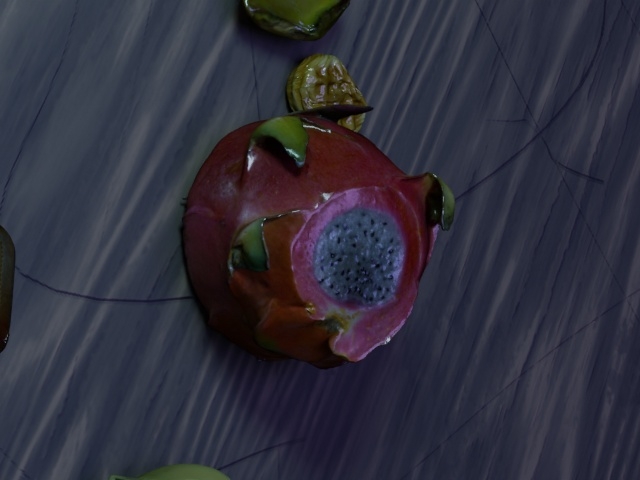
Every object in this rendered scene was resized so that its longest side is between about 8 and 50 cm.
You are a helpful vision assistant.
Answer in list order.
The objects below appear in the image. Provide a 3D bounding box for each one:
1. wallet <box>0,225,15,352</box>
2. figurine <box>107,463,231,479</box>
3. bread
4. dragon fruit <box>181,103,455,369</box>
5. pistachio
[{"bbox_3d":[-0.373,-0.004,1.734,0.255,0.031,0.137,34,41,-44],"label":"wallet"},{"bbox_3d":[-0.171,0.370,1.898,0.222,0.124,0.324,42,61,-41],"label":"figurine"},{"bbox_3d":[0.006,-0.157,2.176,0.110,0.044,0.083,53,56,-29],"label":"bread"},{"bbox_3d":[0.000,0.000,2.043,0.291,0.189,0.290,-1,92,-40],"label":"dragon fruit"},{"bbox_3d":[-0.033,-0.258,2.135,0.173,0.049,0.089,-14,75,-45],"label":"pistachio"}]
